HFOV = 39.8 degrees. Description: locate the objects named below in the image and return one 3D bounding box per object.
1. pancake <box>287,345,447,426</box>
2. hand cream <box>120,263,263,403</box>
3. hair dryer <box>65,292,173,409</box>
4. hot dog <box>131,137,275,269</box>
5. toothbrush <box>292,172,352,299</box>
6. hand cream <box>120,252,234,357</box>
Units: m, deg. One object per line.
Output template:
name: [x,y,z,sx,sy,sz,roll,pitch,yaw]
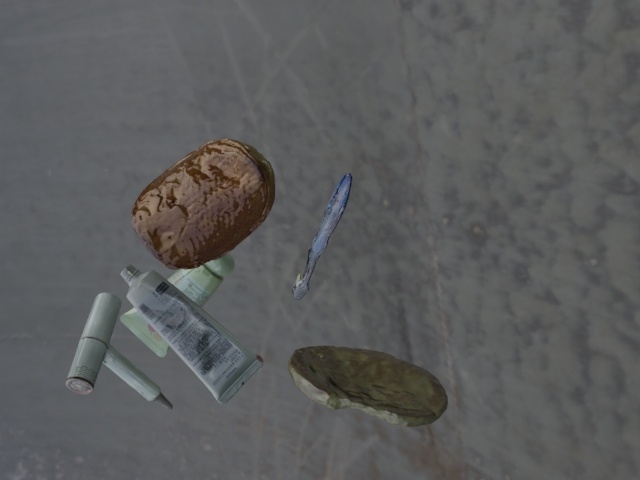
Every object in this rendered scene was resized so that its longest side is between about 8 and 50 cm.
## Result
pancake: [0.068,0.210,1.286,0.222,0.236,0.042,-128,48,-69]
hand cream: [-0.277,0.175,1.805,0.341,0.124,0.078,44,172,-2]
hair dryer: [-0.280,0.184,1.319,0.044,0.183,0.154,-26,39,36]
hot dog: [-0.212,-0.072,1.641,0.196,0.272,0.122,51,179,1]
toothbrush: [0.000,0.000,1.764,0.413,0.035,0.042,114,157,-51]
hand cream: [-0.339,0.137,2.175,0.147,0.306,0.093,44,-177,-7]
